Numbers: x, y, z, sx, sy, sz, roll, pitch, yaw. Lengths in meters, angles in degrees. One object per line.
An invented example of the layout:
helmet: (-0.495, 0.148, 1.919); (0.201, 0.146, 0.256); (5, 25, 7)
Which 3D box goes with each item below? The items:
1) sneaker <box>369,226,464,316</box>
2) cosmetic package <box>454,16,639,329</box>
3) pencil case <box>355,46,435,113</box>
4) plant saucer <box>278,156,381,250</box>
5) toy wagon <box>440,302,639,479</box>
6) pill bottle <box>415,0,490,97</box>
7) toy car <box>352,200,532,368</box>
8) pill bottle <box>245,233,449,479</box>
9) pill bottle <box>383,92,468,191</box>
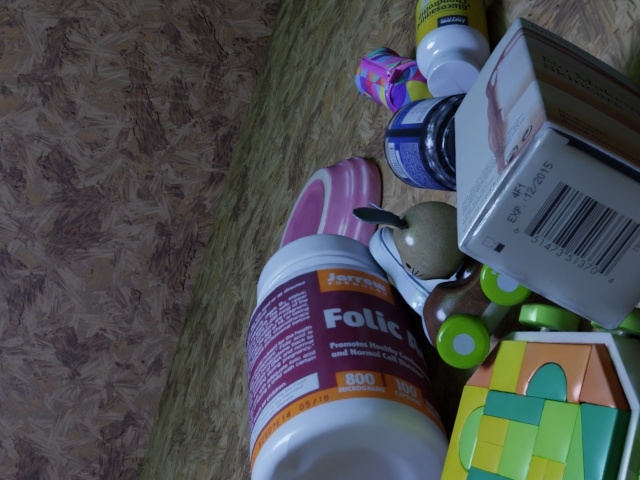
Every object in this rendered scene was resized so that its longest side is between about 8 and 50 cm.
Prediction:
sneaker: (0.137, 0.028, 1.180); (0.091, 0.094, 0.258); (-47, 23, 6)
cosmetic package: (0.212, -0.075, 0.806); (0.129, 0.153, 0.296); (-60, 9, 27)
pencil case: (0.125, -0.258, 1.487); (0.236, 0.104, 0.104); (-127, 57, -72)
plant saucer: (0.000, 0.000, 1.635); (0.332, 0.084, 0.332); (-162, 90, -73)
toy wagon: (0.212, 0.183, 0.761); (0.344, 0.068, 0.267); (165, 122, -71)
pill bottle: (0.187, -0.283, 1.298); (0.103, 0.103, 0.184); (125, 157, -44)
toy car: (0.115, 0.021, 0.945); (0.149, 0.188, 0.155); (-57, -7, 12)
pill bottle: (0.021, 0.169, 1.128); (0.392, 0.224, 0.224); (-100, 33, -58)
pill bottle: (0.168, -0.122, 1.147); (0.219, 0.122, 0.123); (-158, 87, -74)
